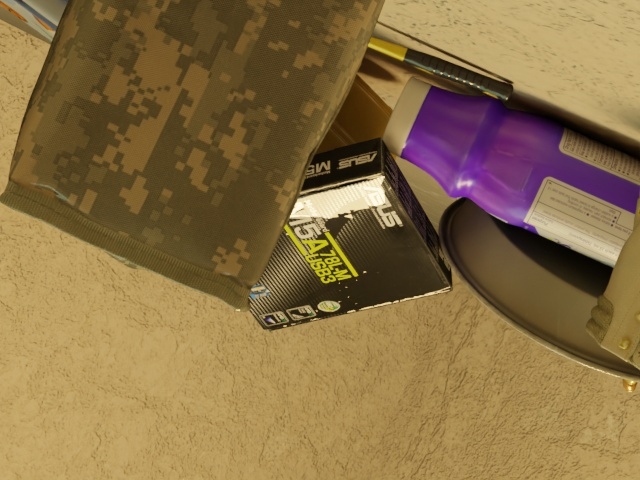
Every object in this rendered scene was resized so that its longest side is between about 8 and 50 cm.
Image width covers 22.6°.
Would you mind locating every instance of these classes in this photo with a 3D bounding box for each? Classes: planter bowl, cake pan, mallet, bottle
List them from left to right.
[{"bbox_3d":[0.011,-0.115,1.522,0.217,0.090,0.217,44,180,0],"label":"planter bowl"},{"bbox_3d":[0.059,-0.146,1.236,0.189,0.039,0.062,20,-178,4],"label":"mallet"},{"bbox_3d":[0.190,-0.050,1.324,0.282,0.092,0.118,24,-168,3],"label":"bottle"},{"bbox_3d":[0.249,0.018,1.413,0.293,0.054,0.293,16,-151,-9],"label":"cake pan"}]

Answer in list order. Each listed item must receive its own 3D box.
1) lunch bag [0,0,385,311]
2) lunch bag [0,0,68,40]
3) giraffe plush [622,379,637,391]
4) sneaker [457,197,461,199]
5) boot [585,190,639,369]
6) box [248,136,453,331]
[{"bbox_3d":[-0.076,-0.098,0.963,0.169,0.235,0.287,24,179,-10],"label":"lunch bag"},{"bbox_3d":[-0.149,-0.176,1.260,0.303,0.115,0.243,34,180,12],"label":"lunch bag"},{"bbox_3d":[0.406,0.081,1.582,0.170,0.181,0.210,11,-169,26],"label":"giraffe plush"},{"bbox_3d":[0.244,0.013,1.702,0.292,0.108,0.169,44,-171,20],"label":"sneaker"},{"bbox_3d":[0.272,0.022,1.144,0.077,0.165,0.213,23,-179,-19],"label":"boot"},{"bbox_3d":[0.000,0.000,1.388,0.184,0.045,0.191,-11,144,18],"label":"box"}]
